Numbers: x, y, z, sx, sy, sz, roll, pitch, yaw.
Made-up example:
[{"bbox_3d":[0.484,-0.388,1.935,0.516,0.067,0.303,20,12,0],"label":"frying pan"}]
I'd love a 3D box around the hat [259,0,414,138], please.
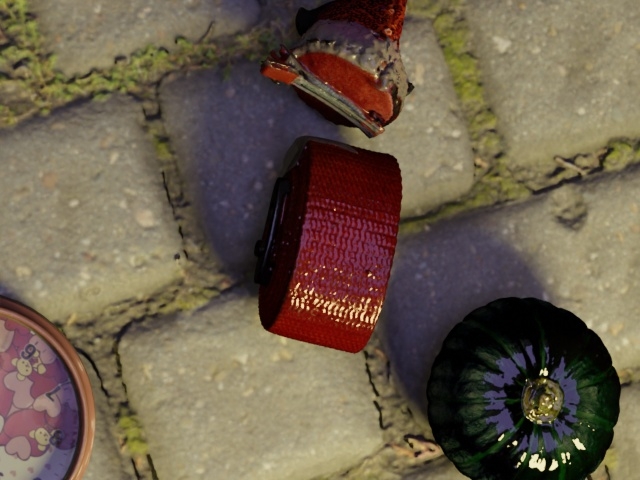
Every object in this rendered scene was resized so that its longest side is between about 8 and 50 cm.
[{"bbox_3d":[0.045,-0.216,1.894,0.140,0.129,0.227,24,61,4],"label":"hat"}]

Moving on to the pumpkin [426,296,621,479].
[{"bbox_3d":[0.201,0.155,1.874,0.202,0.140,0.202,2,82,-14],"label":"pumpkin"}]

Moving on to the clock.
[{"bbox_3d":[-0.328,0.168,1.764,0.244,0.056,0.244,1,85,-17],"label":"clock"}]

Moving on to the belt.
[{"bbox_3d":[0.000,0.000,1.836,0.124,0.128,0.200,13,83,-16],"label":"belt"}]
